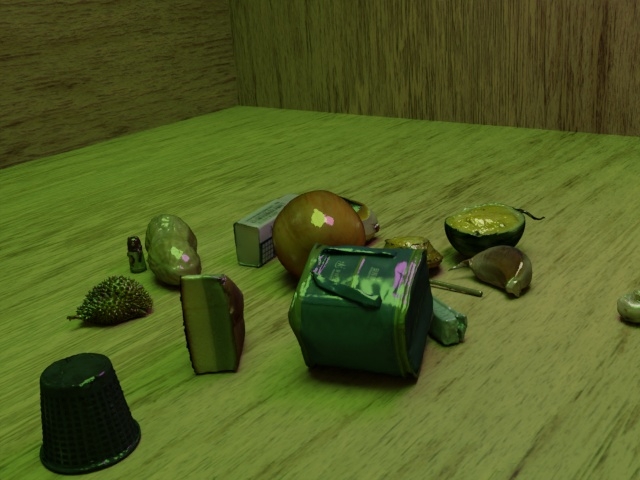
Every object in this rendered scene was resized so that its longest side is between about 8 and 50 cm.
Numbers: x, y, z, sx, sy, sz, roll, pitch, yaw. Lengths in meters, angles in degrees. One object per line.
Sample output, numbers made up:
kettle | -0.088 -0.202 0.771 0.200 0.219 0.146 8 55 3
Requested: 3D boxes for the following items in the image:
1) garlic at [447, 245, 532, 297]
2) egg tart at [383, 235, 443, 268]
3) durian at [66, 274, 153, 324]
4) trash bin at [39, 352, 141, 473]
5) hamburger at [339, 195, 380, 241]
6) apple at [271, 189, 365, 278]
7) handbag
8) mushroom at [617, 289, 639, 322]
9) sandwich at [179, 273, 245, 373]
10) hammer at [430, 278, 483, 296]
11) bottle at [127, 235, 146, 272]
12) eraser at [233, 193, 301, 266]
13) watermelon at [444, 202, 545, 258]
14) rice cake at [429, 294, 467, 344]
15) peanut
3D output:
garlic | 0.428 0.067 1.841 0.128 0.090 0.198 -33 37 -30
egg tart | 0.229 0.033 1.954 0.191 0.074 0.191 -3 12 1
durian | -0.519 0.142 1.813 0.208 0.102 0.146 -22 32 -31
trash bin | -0.416 0.290 1.307 0.175 0.161 0.175 -6 20 2
hamburger | 0.069 -0.051 2.199 0.210 0.116 0.173 20 39 39
apple | 0.000 0.000 1.932 0.242 0.242 0.241 -6 33 -4
handbag | 0.088 0.135 1.509 0.241 0.222 0.263 0 39 18
mushroom | 0.683 0.140 1.612 0.083 0.067 0.083 2 25 -1
sandwich | -0.224 0.141 1.578 0.108 0.220 0.186 -5 21 1
hammer | 0.313 0.109 1.845 0.195 0.028 0.060 14 20 33
bottle | -0.516 0.036 2.084 0.063 0.101 0.047 3 22 21
eraser | -0.134 -0.034 2.160 0.086 0.130 0.287 9 23 27
watermelon | 0.442 -0.017 1.992 0.232 0.127 0.204 -18 24 -27
rice cake | 0.216 0.141 1.709 0.063 0.066 0.336 -4 19 -25
peanut | -0.403 0.028 2.047 0.149 0.149 0.313 -9 23 -13
